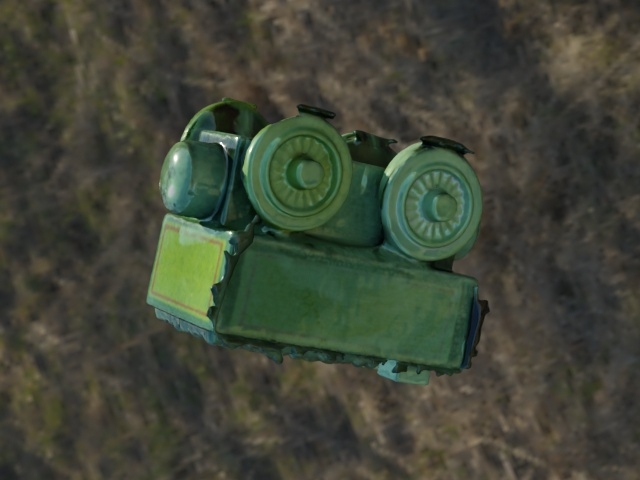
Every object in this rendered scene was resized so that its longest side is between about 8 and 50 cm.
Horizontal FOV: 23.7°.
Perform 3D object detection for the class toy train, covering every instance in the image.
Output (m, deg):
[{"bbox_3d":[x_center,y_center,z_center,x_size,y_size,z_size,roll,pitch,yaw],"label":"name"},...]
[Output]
[{"bbox_3d":[0.000,0.000,1.152,0.159,0.272,0.188,15,94,60],"label":"toy train"}]
